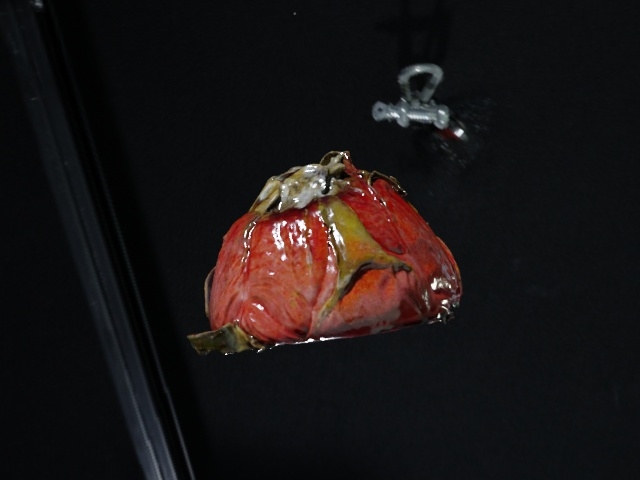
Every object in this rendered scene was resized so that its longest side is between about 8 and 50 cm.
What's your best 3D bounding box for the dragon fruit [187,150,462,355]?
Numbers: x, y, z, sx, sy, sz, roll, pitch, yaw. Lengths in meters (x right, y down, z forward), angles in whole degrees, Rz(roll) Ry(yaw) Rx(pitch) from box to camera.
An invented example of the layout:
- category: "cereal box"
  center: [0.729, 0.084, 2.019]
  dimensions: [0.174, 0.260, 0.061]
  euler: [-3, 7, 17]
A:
- category: "dragon fruit"
  center: [0.003, -0.001, 0.684]
  dimensions: [0.224, 0.218, 0.148]
  euler: [-6, -85, 3]
